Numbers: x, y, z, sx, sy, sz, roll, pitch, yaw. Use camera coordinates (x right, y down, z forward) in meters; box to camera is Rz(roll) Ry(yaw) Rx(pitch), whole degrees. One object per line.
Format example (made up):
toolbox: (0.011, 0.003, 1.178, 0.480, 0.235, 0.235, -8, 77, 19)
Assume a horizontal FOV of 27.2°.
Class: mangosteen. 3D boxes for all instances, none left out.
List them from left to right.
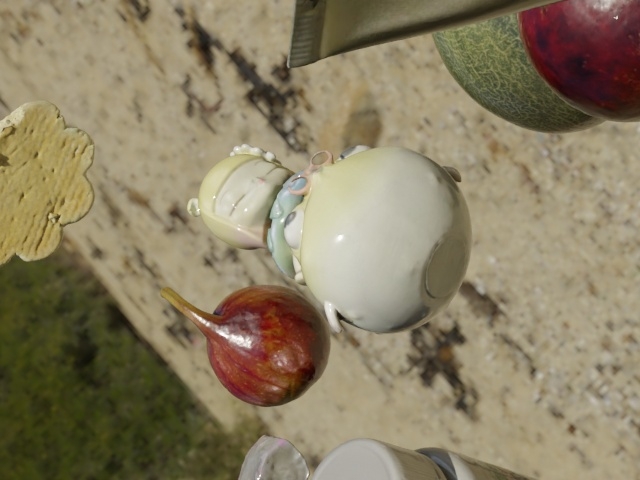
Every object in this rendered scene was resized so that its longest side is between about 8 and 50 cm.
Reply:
mangosteen: (0.267, -0.230, 1.174, 0.215, 0.215, 0.257, 67, 177, -62)

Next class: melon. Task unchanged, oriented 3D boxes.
melon: (0.265, -0.266, 1.640, 0.302, 0.237, 0.237, 34, 177, -26)

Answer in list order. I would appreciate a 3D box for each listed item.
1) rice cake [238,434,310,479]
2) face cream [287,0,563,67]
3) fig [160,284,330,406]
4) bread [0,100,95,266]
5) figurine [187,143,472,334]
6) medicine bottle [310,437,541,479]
rice cake: (-0.092, 0.378, 1.257, 0.064, 0.399, 0.070, 19, 176, -20)
face cream: (0.131, -0.199, 0.862, 0.084, 0.341, 0.137, 46, 139, 42)
fig: (-0.096, 0.131, 1.763, 0.207, 0.175, 0.175, 20, -171, -36)
bread: (-0.425, -0.068, 1.901, 0.182, 0.251, 0.039, 42, 171, -30)
figurine: (0.000, 0.000, 1.518, 0.394, 0.226, 0.274, 19, 146, 41)
medicine bottle: (0.156, 0.365, 1.631, 0.340, 0.208, 0.208, 24, -174, -36)
